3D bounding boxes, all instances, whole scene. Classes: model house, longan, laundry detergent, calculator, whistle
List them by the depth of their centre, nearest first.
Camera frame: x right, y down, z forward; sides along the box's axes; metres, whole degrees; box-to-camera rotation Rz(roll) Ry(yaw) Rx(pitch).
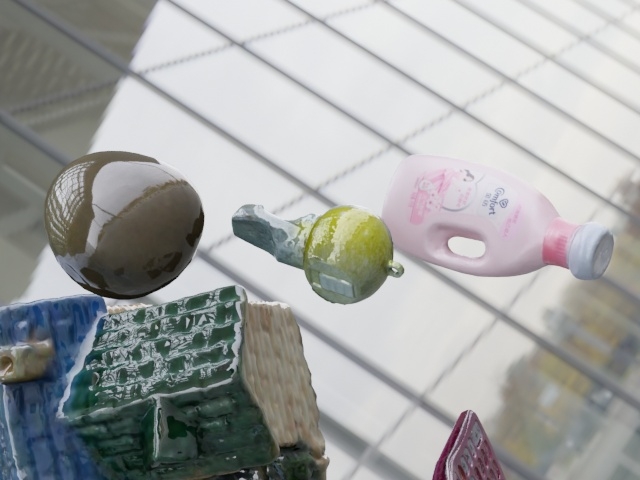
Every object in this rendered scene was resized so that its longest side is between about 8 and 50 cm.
[{"bbox_3d":[0.153,0.267,1.559,0.034,0.126,0.190,-19,16,22],"label":"calculator"},{"bbox_3d":[-0.222,-0.018,1.698,0.189,0.189,0.189,-53,-12,-16],"label":"longan"},{"bbox_3d":[0.000,0.000,1.816,0.123,0.223,0.123,-52,-27,-42],"label":"whistle"},{"bbox_3d":[-0.261,0.259,2.087,0.400,0.445,0.395,27,-128,-72],"label":"model house"},{"bbox_3d":[0.248,-0.021,2.155,0.088,0.335,0.159,15,-87,-58],"label":"laundry detergent"}]
